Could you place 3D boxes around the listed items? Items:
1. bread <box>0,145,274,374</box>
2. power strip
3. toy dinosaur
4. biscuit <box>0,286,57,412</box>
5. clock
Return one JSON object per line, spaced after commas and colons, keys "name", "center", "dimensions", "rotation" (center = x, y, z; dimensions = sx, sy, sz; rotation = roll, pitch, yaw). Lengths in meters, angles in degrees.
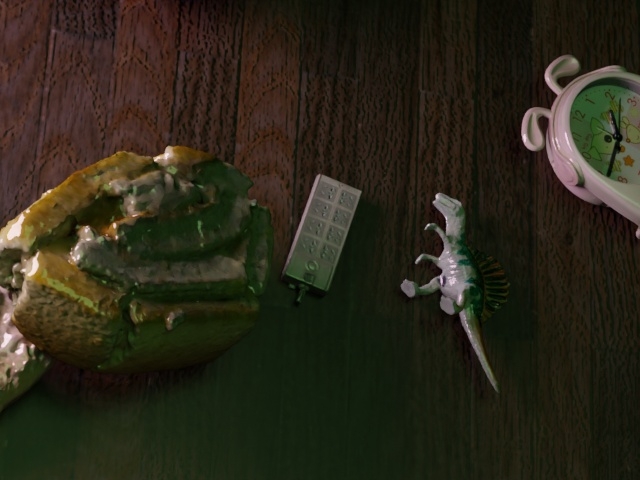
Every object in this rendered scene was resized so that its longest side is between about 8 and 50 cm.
{"name": "bread", "center": [-0.161, 0.022, 1.508], "dimensions": [0.257, 0.124, 0.186], "rotation": [-12, 74, -41]}
{"name": "power strip", "center": [0.000, 0.000, 1.660], "dimensions": [0.051, 0.019, 0.136], "rotation": [24, 65, -9]}
{"name": "toy dinosaur", "center": [0.147, 0.047, 1.679], "dimensions": [0.187, 0.044, 0.106], "rotation": [50, 49, 6]}
{"name": "biscuit", "center": [-0.378, 0.054, 1.484], "dimensions": [0.281, 0.084, 0.179], "rotation": [48, 59, -2]}
{"name": "clock", "center": [0.300, -0.102, 1.766], "dimensions": [0.191, 0.062, 0.151], "rotation": [30, 65, -4]}
